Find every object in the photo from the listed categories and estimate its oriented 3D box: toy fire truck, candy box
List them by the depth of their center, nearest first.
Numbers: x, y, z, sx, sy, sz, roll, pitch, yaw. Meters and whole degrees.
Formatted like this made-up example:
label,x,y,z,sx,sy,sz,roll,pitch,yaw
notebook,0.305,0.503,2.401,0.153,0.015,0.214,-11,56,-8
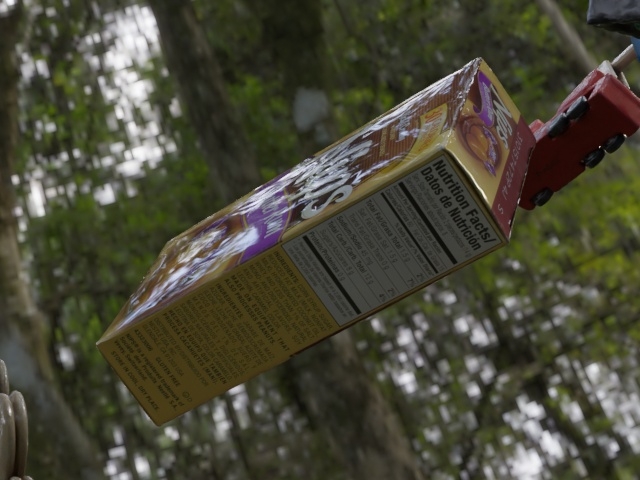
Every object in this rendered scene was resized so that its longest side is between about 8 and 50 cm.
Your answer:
label,x,y,z,sx,sy,sz,roll,pitch,yaw
candy box,0.000,0.000,0.742,0.187,0.109,0.053,-28,-74,24
toy fire truck,0.220,-0.114,1.307,0.047,0.135,0.192,40,-42,-8

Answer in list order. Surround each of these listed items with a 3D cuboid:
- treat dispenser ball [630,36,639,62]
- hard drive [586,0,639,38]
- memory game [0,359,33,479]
label,x,y,z,sx,sy,sz,roll,pitch,yaw
treat dispenser ball,0.336,-0.173,1.067,0.288,0.288,0.288,-14,-35,-10
hard drive,0.285,-0.077,0.536,0.237,0.064,0.339,10,-1,-33
memory game,-0.133,0.138,0.659,0.012,0.186,0.186,2,-40,-21
